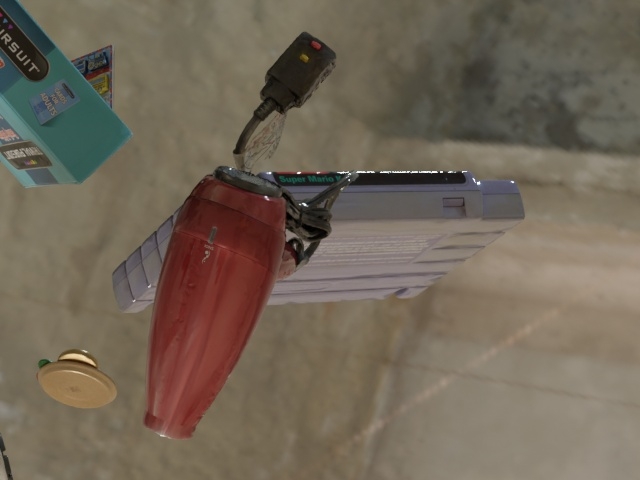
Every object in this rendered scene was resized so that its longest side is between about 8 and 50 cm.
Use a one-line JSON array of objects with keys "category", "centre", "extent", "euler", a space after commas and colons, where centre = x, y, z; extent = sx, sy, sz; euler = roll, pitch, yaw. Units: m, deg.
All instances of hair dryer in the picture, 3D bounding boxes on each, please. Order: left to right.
[{"category": "hair dryer", "centre": [-0.040, 0.019, 1.303], "extent": [0.080, 0.223, 0.293], "euler": [21, -121, 24]}]

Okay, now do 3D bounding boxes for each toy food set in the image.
[{"category": "toy food set", "centre": [-0.241, 0.139, 1.789], "extent": [0.082, 0.083, 0.020], "euler": [-18, -134, 34]}]

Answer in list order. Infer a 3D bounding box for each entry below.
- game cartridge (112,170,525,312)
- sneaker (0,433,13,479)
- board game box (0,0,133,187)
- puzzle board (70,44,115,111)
[{"category": "game cartridge", "centre": [0.000, 0.000, 1.780], "extent": [0.230, 0.355, 0.068], "euler": [-44, -125, 49]}, {"category": "sneaker", "centre": [-0.363, 0.210, 1.632], "extent": [0.283, 0.124, 0.107], "euler": [140, -67, -68]}, {"category": "board game box", "centre": [-0.355, -0.203, 1.830], "extent": [0.079, 0.336, 0.254], "euler": [-45, -165, -15]}, {"category": "puzzle board", "centre": [-0.283, -0.159, 2.034], "extent": [0.128, 0.011, 0.096], "euler": [-18, -119, 30]}]
